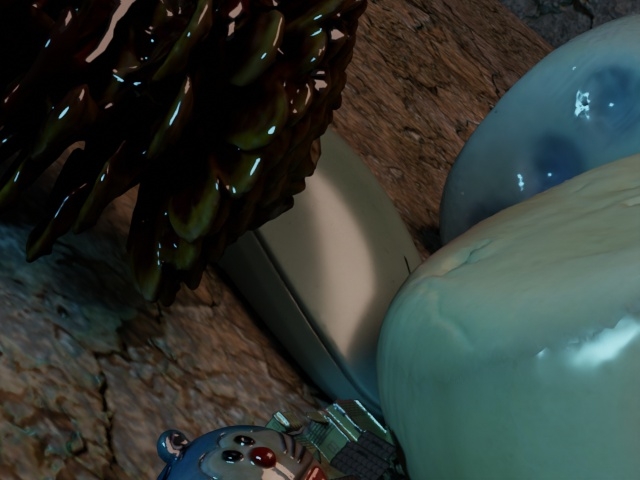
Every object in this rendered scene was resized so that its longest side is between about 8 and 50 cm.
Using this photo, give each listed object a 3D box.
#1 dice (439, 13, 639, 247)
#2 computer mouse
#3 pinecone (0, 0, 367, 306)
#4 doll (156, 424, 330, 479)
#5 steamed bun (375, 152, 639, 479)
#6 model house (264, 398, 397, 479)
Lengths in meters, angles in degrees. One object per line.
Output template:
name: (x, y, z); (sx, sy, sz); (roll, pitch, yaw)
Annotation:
dice: (0.283, -0.013, 1.297); (0.262, 0.268, 0.265); (12, 36, -55)
computer mouse: (0.004, -0.005, 1.010); (0.288, 0.097, 0.159); (50, 19, 24)
pinecone: (-0.121, -0.112, 0.798); (0.292, 0.246, 0.246); (25, 23, -17)
doll: (-0.020, 0.141, 0.673); (0.152, 0.085, 0.114); (51, 38, -6)
steamed bun: (0.205, 0.082, 0.857); (0.312, 0.333, 0.233); (-159, -131, -75)
model house: (0.003, 0.121, 0.797); (0.058, 0.057, 0.083); (45, 17, 24)
